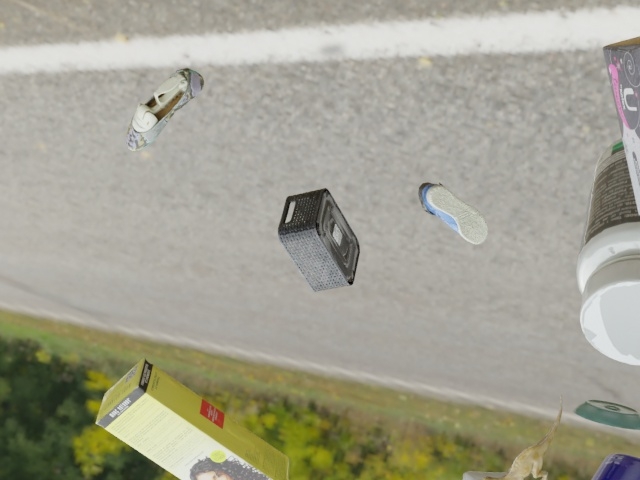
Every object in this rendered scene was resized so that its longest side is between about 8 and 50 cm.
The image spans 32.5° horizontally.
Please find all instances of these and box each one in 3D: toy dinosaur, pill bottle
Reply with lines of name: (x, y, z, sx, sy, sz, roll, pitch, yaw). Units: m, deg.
toy dinosaur: (0.295, 0.308, 1.537, 0.053, 0.183, 0.092, 39, 160, 37)
pill bottle: (0.508, 0.007, 1.707, 0.204, 0.361, 0.204, 11, 133, 12)

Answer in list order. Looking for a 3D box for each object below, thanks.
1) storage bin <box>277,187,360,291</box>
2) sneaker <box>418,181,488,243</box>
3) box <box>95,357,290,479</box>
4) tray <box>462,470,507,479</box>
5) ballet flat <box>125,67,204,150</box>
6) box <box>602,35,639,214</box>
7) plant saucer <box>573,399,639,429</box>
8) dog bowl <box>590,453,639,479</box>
storage bin: (0.000, 0.000, 2.146, 0.084, 0.122, 0.180, -10, 133, 24)
sneaker: (0.243, -0.055, 2.041, 0.152, 0.058, 0.084, 37, -179, -22)
box: (-0.150, 0.242, 1.325, 0.232, 0.058, 0.087, 38, 118, -19)
tray: (0.297, 0.510, 1.773, 0.145, 0.270, 0.030, 11, 158, -39)
ballet flat: (-0.178, -0.146, 1.197, 0.041, 0.114, 0.041, 46, -174, -6)
box: (0.485, -0.156, 1.452, 0.142, 0.247, 0.163, -15, -171, -4)
plant saucer: (0.471, 0.279, 1.776, 0.119, 0.021, 0.119, 9, -175, -1)
dog bowl: (0.479, 0.403, 1.483, 0.265, 0.104, 0.265, 33, 166, 10)
